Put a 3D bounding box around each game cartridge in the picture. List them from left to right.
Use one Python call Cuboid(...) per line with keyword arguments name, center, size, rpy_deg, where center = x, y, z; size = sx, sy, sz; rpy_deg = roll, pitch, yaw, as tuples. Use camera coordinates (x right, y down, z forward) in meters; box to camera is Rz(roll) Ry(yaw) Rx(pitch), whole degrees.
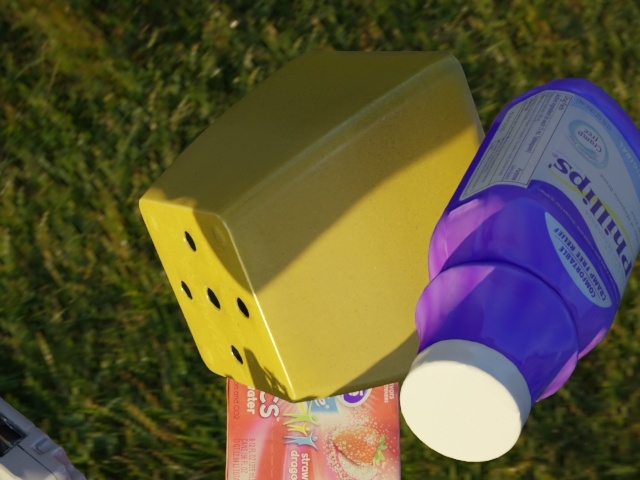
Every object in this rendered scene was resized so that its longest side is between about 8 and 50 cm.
Cuboid(name="game cartridge", center=(-0.287, 0.203, 1.416), size=(0.060, 0.294, 0.196), rpy_deg=(-42, 136, -21))

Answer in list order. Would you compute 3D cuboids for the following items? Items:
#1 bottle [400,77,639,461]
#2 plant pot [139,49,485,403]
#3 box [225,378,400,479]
Cuboid(name="bottle", center=(0.121, 0.014, 0.927), size=(0.118, 0.092, 0.283), rpy_deg=(53, 37, -15))
Cuboid(name="plant pot", center=(0.000, 0.000, 1.126), size=(0.187, 0.212, 0.212), rpy_deg=(-29, 110, -24))
Cuboid(name="box", center=(-0.004, 0.105, 1.422), size=(0.154, 0.142, 0.300), rpy_deg=(-1, 75, 0))
